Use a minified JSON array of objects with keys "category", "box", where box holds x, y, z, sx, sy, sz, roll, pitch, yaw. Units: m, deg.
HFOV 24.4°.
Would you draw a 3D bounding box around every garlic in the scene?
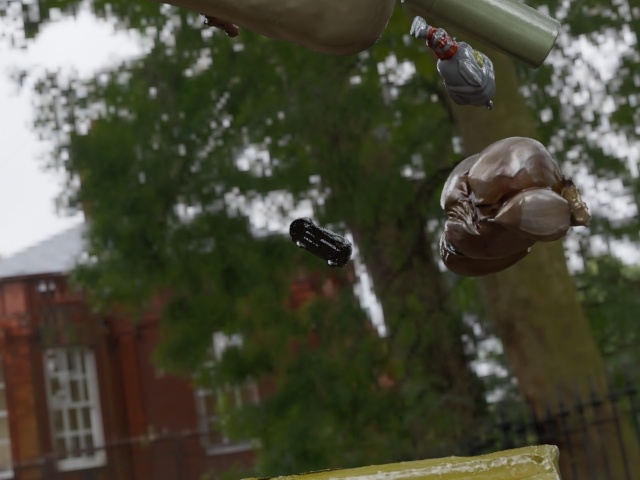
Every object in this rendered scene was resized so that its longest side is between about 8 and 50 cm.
[{"category":"garlic","box":[0.245,-0.049,2.079,0.191,0.160,0.214,4,-19,-34]}]

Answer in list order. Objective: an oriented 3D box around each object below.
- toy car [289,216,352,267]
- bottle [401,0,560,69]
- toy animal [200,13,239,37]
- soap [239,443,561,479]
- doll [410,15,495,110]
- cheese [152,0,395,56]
[{"category":"toy car","box":[0.000,0.000,1.926,0.025,0.093,0.041,-24,-40,-54]},{"category":"bottle","box":[0.210,-0.299,1.938,0.202,0.072,0.072,25,-23,-9]},{"category":"toy animal","box":[-0.051,-0.374,1.795,0.230,0.224,0.066,-17,27,-13]},{"category":"soap","box":[0.081,0.308,1.371,0.315,0.199,0.091,-8,14,11]},{"category":"doll","box":[0.197,-0.255,2.137,0.079,0.180,0.094,-45,21,2]},{"category":"cheese","box":[-0.123,-0.276,1.209,0.351,0.129,0.328,14,22,-12]}]
